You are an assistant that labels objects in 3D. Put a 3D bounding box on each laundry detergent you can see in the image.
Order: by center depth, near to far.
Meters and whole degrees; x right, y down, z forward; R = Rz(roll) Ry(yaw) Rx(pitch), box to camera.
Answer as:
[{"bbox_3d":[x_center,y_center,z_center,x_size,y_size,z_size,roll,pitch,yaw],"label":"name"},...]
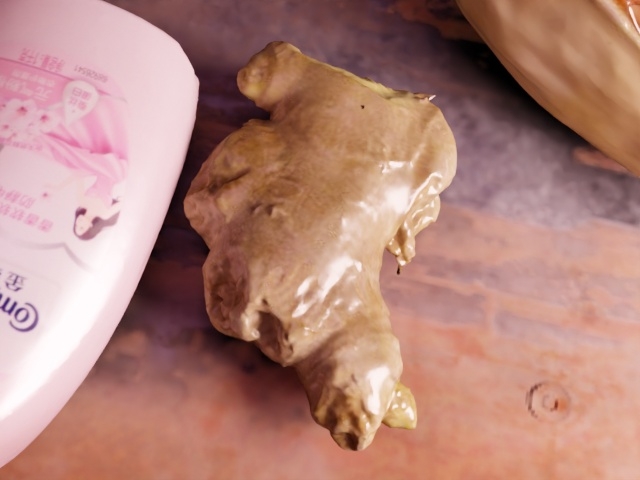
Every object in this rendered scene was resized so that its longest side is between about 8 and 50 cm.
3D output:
[{"bbox_3d":[-0.179,0.029,0.552,0.159,0.088,0.335,18,66,5],"label":"laundry detergent"}]

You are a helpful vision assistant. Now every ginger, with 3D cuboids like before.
[{"bbox_3d":[-0.004,-0.002,0.592,0.137,0.074,0.213,11,71,0],"label":"ginger"}]

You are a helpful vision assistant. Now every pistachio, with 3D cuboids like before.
[{"bbox_3d":[0.168,-0.134,0.619,0.157,0.157,0.229,-39,83,-19],"label":"pistachio"}]
